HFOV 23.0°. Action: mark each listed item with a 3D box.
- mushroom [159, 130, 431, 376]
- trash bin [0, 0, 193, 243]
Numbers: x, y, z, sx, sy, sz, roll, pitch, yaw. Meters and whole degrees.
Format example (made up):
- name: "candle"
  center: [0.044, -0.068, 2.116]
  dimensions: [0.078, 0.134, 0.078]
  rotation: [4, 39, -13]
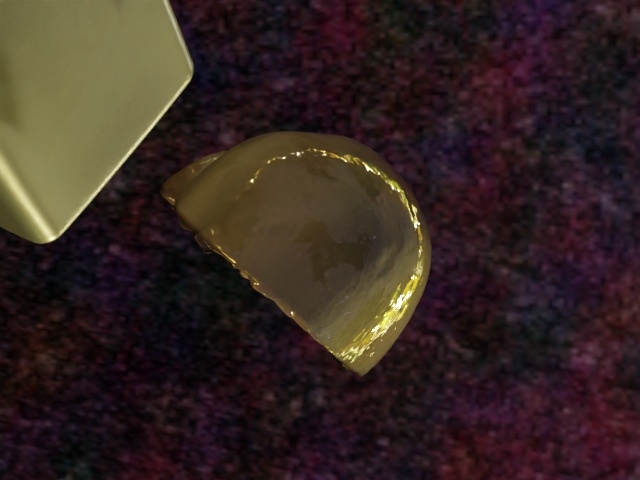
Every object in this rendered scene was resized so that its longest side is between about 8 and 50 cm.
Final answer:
- name: "mushroom"
  center: [0.000, 0.000, 0.891]
  dimensions: [0.117, 0.141, 0.188]
  rotation: [-35, 156, -1]
- name: "trash bin"
  center: [-0.173, -0.128, 0.873]
  dimensions: [0.176, 0.101, 0.236]
  rotation: [-54, 150, -23]
